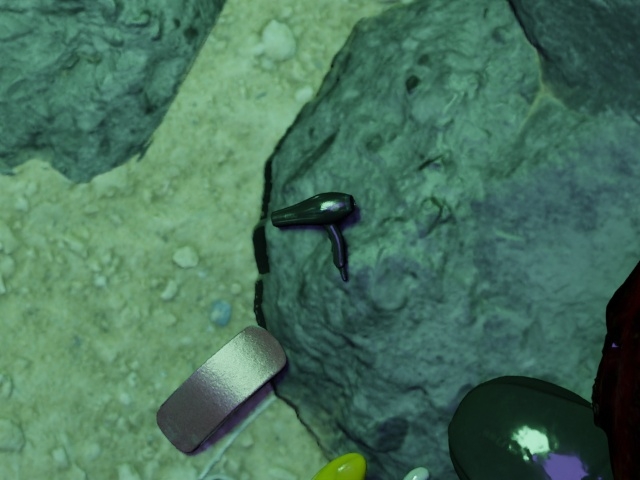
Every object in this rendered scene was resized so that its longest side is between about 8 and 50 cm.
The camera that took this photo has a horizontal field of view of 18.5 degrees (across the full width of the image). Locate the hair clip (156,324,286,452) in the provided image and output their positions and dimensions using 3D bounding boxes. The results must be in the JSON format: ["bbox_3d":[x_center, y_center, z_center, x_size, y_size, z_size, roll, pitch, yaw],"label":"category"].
[{"bbox_3d":[-0.092,0.136,1.799,0.137,0.022,0.054,-42,77,4],"label":"hair clip"}]

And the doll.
[{"bbox_3d":[0.041,0.244,1.749,0.135,0.071,0.113,-31,89,1],"label":"doll"}]

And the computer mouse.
[{"bbox_3d":[0.232,0.216,1.706,0.269,0.086,0.137,31,92,10],"label":"computer mouse"}]

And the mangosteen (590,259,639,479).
[{"bbox_3d":[0.420,0.133,1.547,0.421,0.381,0.381,23,89,-15],"label":"mangosteen"}]

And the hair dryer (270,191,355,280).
[{"bbox_3d":[0.000,0.000,1.795,0.079,0.031,0.083,-14,91,19],"label":"hair dryer"}]
